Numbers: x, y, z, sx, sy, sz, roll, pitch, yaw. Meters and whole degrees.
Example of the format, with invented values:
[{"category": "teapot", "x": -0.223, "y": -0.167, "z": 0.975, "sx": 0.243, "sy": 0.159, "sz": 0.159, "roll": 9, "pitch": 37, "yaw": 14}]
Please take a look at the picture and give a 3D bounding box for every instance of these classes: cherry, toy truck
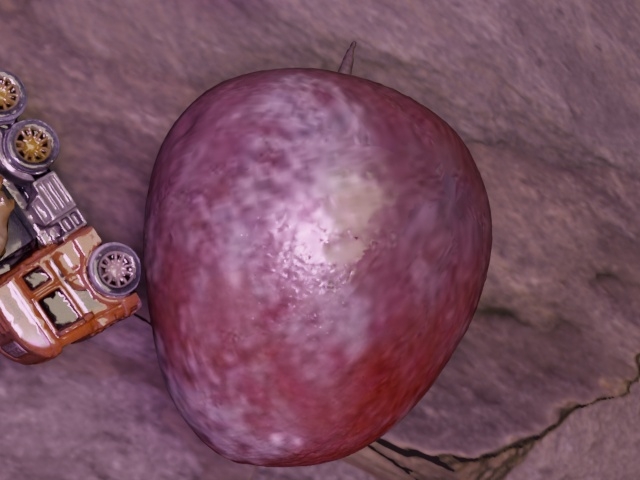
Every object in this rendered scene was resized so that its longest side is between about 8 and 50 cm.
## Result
[{"category": "cherry", "x": 0.000, "y": 0.000, "z": 0.743, "sx": 0.236, "sy": 0.213, "sz": 0.285, "roll": 25, "pitch": 70, "yaw": -36}, {"category": "toy truck", "x": -0.195, "y": -0.016, "z": 0.722, "sx": 0.092, "sy": 0.083, "sz": 0.192, "roll": -36, "pitch": 97, "yaw": -29}]

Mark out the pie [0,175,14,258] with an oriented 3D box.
[{"category": "pie", "x": -0.328, "y": -0.012, "z": 0.606, "sx": 0.308, "sy": 0.085, "sz": 0.308, "roll": 1, "pitch": 81, "yaw": -8}]
